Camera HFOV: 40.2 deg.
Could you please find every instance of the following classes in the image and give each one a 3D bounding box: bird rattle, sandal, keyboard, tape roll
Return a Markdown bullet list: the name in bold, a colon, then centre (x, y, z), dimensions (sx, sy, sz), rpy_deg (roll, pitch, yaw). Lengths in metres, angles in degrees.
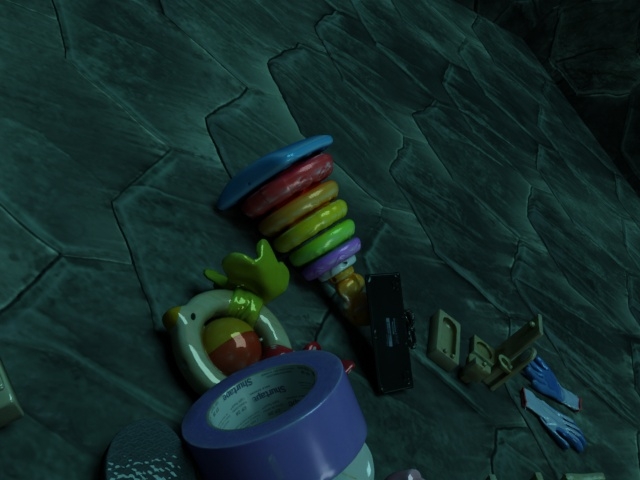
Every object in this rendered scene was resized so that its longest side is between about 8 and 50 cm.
- **bird rattle**: centre (-0.093, 0.141, 1.111), dimensions (0.207, 0.143, 0.253), rpy_deg (-16, 77, -44)
- **sandal**: centre (-0.166, 0.296, 0.858), dimensions (0.097, 0.054, 0.254), rpy_deg (7, 49, -34)
- **keyboard**: centre (0.109, 0.139, 1.333), dimensions (0.108, 0.023, 0.180), rpy_deg (-2, 84, -46)
- **tape roll**: centre (-0.050, 0.201, 0.950), dimensions (0.080, 0.189, 0.189), rpy_deg (68, 26, -15)

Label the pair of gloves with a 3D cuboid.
- **pair of gloves**: centre (0.428, 0.297, 1.609), dimensions (0.159, 0.023, 0.198), rpy_deg (38, 30, -11)

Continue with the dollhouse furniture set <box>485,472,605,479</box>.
- **dollhouse furniture set**: centre (0.318, 0.421, 1.246), dimensions (0.184, 0.129, 0.129), rpy_deg (3, 45, -16)

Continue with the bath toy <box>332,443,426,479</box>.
- **bath toy**: centre (0.097, 0.350, 1.035), dimensions (0.348, 0.129, 0.151), rpy_deg (34, 50, -16)

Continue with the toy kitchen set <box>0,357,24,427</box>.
- **toy kitchen set**: centre (-0.379, 0.108, 0.763), dimensions (0.166, 0.207, 0.122), rpy_deg (-24, 66, -18)

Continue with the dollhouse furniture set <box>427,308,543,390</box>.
- **dollhouse furniture set**: centre (0.283, 0.163, 1.495), dimensions (0.151, 0.123, 0.144), rpy_deg (37, 30, -12)

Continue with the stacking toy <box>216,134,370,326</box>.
- **stacking toy**: centre (0.000, 0.000, 1.351), dimensions (0.302, 0.175, 0.166), rpy_deg (58, 33, 0)
